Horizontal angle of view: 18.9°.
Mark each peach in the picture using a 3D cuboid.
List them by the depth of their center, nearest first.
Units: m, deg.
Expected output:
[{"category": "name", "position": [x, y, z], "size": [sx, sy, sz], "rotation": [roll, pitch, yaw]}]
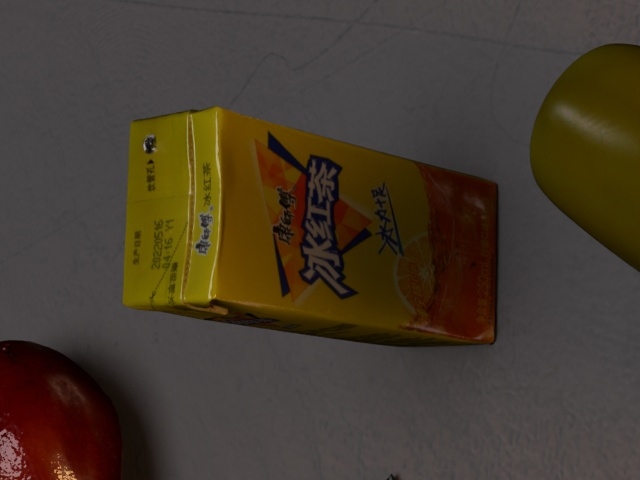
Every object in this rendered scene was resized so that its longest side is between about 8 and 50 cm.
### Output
[{"category": "peach", "position": [-0.293, 0.192, 1.903], "size": [0.159, 0.154, 0.267], "rotation": [-57, 32, 12]}]

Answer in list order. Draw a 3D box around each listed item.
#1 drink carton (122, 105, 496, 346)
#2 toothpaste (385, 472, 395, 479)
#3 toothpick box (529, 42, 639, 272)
[{"category": "drink carton", "position": [0.000, 0.000, 1.580], "size": [0.111, 0.351, 0.155], "rotation": [-6, 78, 40]}, {"category": "toothpaste", "position": [0.069, 0.249, 1.700], "size": [0.027, 0.019, 0.083], "rotation": [-52, 48, 44]}, {"category": "toothpick box", "position": [0.289, -0.045, 1.458], "size": [0.271, 0.175, 0.175], "rotation": [34, 105, 43]}]
